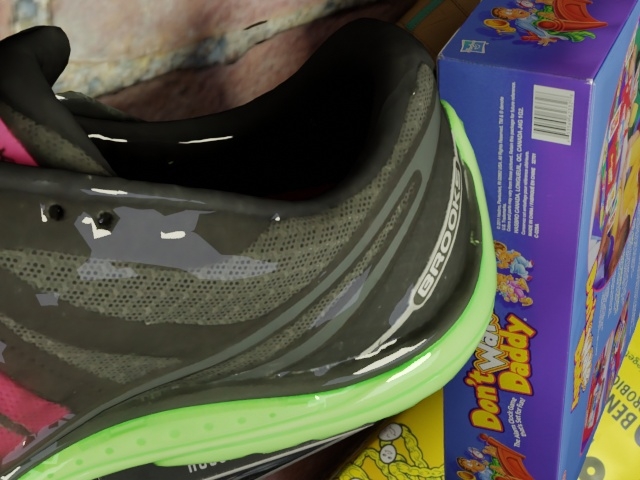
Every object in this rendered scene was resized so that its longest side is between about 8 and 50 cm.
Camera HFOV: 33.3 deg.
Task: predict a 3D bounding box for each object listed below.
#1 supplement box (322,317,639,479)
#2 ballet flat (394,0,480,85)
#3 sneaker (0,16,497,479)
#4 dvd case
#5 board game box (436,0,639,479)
[{"bbox_3d":[0.172,0.180,0.949,0.356,0.194,0.195,-44,172,-9],"label":"supplement box"},{"bbox_3d":[0.098,-0.084,0.750,0.073,0.080,0.232,-36,138,-7],"label":"ballet flat"},{"bbox_3d":[-0.149,0.022,0.436,0.483,0.185,0.202,-21,123,-24],"label":"sneaker"},{"bbox_3d":[-0.100,0.164,0.722,0.179,0.029,0.239,-33,163,38],"label":"dvd case"},{"bbox_3d":[0.154,-0.014,0.680,0.233,0.078,0.347,-53,147,-43],"label":"board game box"}]
